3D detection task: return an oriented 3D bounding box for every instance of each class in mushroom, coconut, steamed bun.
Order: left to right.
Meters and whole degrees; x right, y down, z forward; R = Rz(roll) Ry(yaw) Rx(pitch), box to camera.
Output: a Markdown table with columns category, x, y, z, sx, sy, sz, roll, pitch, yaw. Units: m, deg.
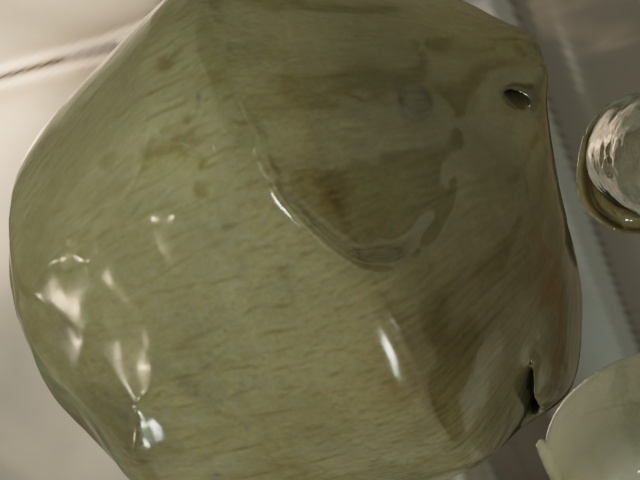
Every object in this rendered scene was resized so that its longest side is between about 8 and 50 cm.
| category | x | y | z | sx | sy | sz | roll | pitch | yaw |
| --- | --- | --- | --- | --- | --- | --- | --- | --- | --- |
| coconut | 0.000 | 0.000 | 0.677 | 0.224 | 0.224 | 0.224 | 14 | 122 | 24 |
| mushroom | 0.173 | -0.038 | 0.892 | 0.092 | 0.223 | 0.081 | 6 | 91 | -11 |
| steamed bun | 0.316 | 0.190 | 1.536 | 0.241 | 0.146 | 0.164 | 29 | 114 | -35 |
